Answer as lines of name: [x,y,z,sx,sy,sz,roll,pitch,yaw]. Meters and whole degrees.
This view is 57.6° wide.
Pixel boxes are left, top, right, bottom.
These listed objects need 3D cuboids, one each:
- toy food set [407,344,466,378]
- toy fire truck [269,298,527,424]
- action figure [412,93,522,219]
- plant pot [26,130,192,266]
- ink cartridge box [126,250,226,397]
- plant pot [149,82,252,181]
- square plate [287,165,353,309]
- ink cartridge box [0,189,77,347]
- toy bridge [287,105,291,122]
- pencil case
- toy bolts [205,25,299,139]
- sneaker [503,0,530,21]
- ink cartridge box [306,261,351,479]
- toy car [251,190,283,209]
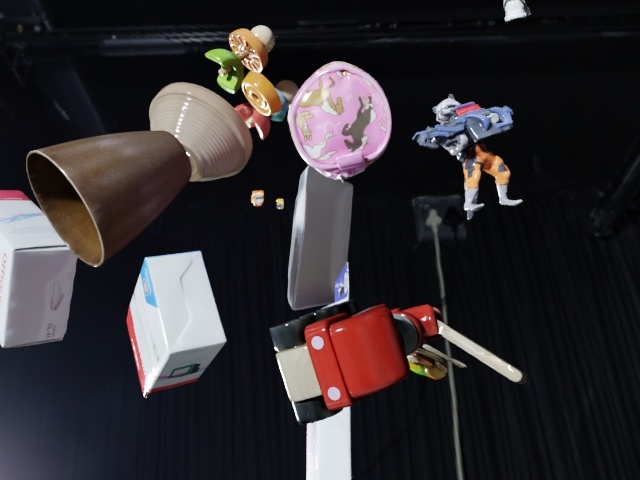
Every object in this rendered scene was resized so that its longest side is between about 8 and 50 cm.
toy food set: [0.252,0.299,1.417,0.132,0.038,0.192,28,-20,-10]
toy fire truck: [0.099,0.136,0.706,0.246,0.158,0.217,-20,-6,24]
action figure: [0.371,-0.229,1.556,0.341,0.330,0.178,-11,-13,-26]
plant pot: [-0.353,-0.103,1.038,0.230,0.215,0.215,-36,-6,-36]
ink cartridge box: [-0.212,0.126,0.822,0.078,0.134,0.231,-8,-23,-29]
plant pot: [-0.273,-0.205,1.236,0.237,0.109,0.237,17,-37,14]
square plate: [0.000,0.000,1.523,0.049,0.344,0.347,5,-1,21]
ink cartridge box: [-0.649,0.049,1.233,0.131,0.306,0.226,-4,-64,-45]
toy bridge: [-0.059,-0.316,1.589,0.026,0.188,0.063,-31,-25,30]
pencil case: [0.031,-0.193,1.018,0.167,0.160,0.386,40,5,-2]
toy bolts: [-0.112,-0.350,1.307,0.158,0.218,0.228,-44,-33,-17]
sneaker: [0.313,-0.375,0.929,0.040,0.043,0.109,-8,17,20]
ink cartridge box: [0.014,0.235,1.008,0.069,0.370,0.176,4,-15,-5]
toy car: [-0.150,-0.117,1.720,0.122,0.040,0.060,4,-25,-31]
